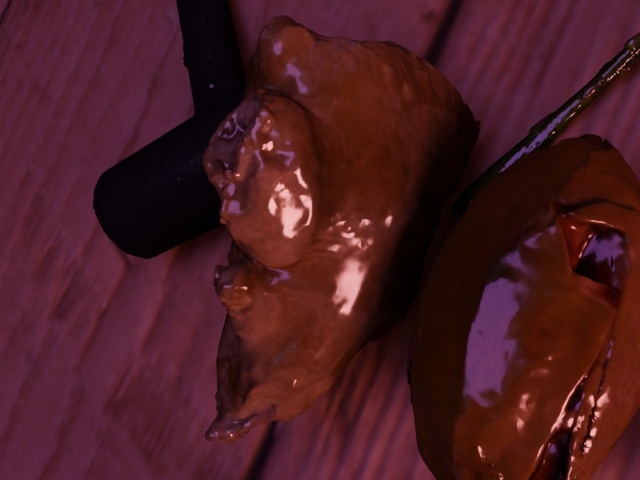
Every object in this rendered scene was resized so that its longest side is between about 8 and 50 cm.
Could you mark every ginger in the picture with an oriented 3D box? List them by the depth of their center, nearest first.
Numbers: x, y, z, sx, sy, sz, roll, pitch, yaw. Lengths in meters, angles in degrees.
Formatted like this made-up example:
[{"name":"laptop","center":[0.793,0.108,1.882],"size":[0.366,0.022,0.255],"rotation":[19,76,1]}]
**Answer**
[{"name":"ginger","center":[0.000,0.000,0.557],"size":[0.123,0.219,0.270],"rotation":[8,72,35]}]

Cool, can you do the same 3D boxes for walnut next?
[{"name":"walnut","center":[0.123,0.050,0.520],"size":[0.137,0.137,0.245],"rotation":[18,82,35]}]

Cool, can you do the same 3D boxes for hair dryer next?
[{"name":"hair dryer","center":[-0.091,-0.124,0.746],"size":[0.197,0.089,0.251],"rotation":[-27,53,25]}]

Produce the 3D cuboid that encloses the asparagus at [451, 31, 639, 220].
[{"name":"asparagus","center":[0.174,-0.094,0.594],"size":[0.022,0.023,0.233],"rotation":[42,103,-11]}]
